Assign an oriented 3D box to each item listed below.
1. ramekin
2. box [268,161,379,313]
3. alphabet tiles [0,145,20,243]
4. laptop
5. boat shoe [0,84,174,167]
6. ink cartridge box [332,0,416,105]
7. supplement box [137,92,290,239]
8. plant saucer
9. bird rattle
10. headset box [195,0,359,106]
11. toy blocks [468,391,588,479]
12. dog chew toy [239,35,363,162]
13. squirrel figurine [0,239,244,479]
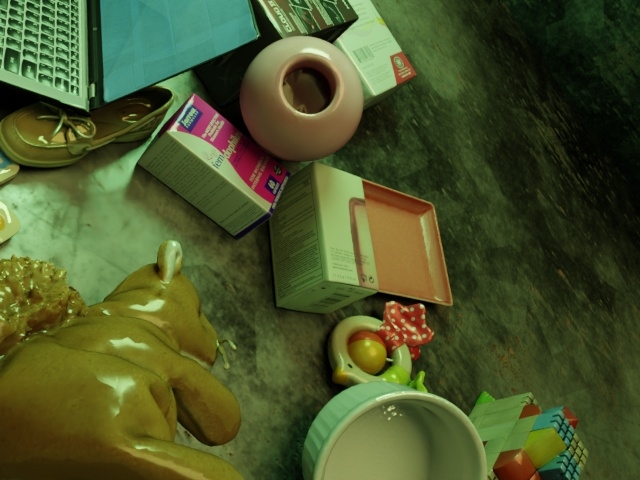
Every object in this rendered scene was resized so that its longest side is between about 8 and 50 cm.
[{"bbox_3d":[0.103,0.354,0.984,0.277,0.135,0.277,-1,93,-17],"label":"ramekin"},{"bbox_3d":[0.000,0.000,1.151,0.127,0.149,0.232,14,59,-39],"label":"box"},{"bbox_3d":[-0.530,-0.077,0.784,0.278,0.021,0.284,51,43,-9],"label":"alphabet tiles"},{"bbox_3d":[-0.349,-0.400,0.917,0.408,0.236,0.381,16,43,-37],"label":"laptop"},{"bbox_3d":[-0.349,-0.190,0.962,0.285,0.089,0.104,-35,95,-50],"label":"boat shoe"},{"bbox_3d":[0.056,-0.457,1.470,0.306,0.131,0.226,56,43,-2],"label":"ink cartridge box"},{"bbox_3d":[-0.178,-0.123,1.078,0.220,0.114,0.111,37,48,-20],"label":"supplement box"},{"bbox_3d":[0.170,0.012,1.380,0.259,0.048,0.258,14,59,-38],"label":"plant saucer"},{"bbox_3d":[0.115,0.208,1.170,0.207,0.143,0.253,19,51,-16],"label":"bird rattle"},{"bbox_3d":[-0.094,-0.386,1.223,0.110,0.218,0.293,55,43,-3],"label":"headset box"},{"bbox_3d":[0.370,0.410,1.193,0.190,0.261,0.381,57,42,-4],"label":"toy blocks"},{"bbox_3d":[-0.044,-0.232,1.136,0.207,0.332,0.206,0,88,-9],"label":"dog chew toy"},{"bbox_3d":[-0.271,0.128,0.712,0.397,0.281,0.370,33,30,-15],"label":"squirrel figurine"}]
